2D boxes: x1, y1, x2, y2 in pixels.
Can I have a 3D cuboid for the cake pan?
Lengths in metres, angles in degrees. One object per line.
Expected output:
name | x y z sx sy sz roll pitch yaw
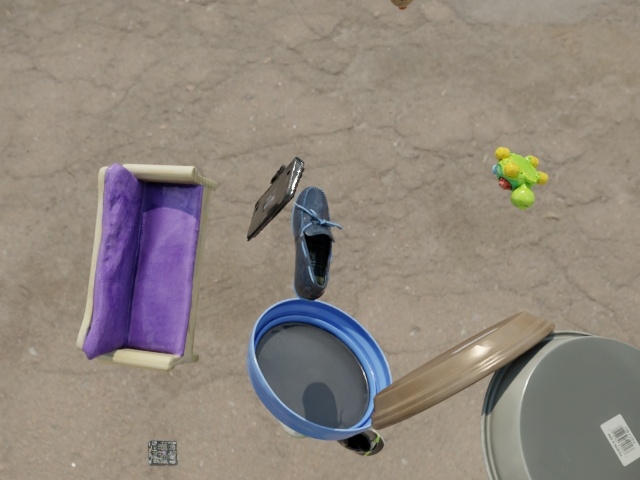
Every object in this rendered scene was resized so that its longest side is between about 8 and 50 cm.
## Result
cake pan | 0.332 0.239 0.751 0.293 0.054 0.293 6 64 -13

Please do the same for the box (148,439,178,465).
box | -0.443 0.598 1.816 0.083 0.018 0.067 17 50 -40

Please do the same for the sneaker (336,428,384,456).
sneaker | 0.112 0.570 1.806 0.084 0.235 0.097 -57 39 -1

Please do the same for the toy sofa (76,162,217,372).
toy sofa | -0.302 0.046 1.160 0.150 0.177 0.362 4 85 16

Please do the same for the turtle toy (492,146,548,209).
turtle toy | 0.372 -0.115 1.218 0.095 0.066 0.130 13 42 -21

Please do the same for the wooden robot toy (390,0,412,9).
wooden robot toy | 0.113 -0.344 0.841 0.173 0.079 0.076 -5 46 6

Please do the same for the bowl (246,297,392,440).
bowl | -0.005 0.321 1.626 0.391 0.077 0.391 20 38 -17

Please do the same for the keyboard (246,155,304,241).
keyboard | -0.072 -0.073 1.049 0.023 0.180 0.108 22 60 -19

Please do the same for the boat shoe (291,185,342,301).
boat shoe | 0.000 0.000 1.364 0.109 0.089 0.258 6 67 -28

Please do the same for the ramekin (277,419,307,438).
ramekin | -0.031 0.451 1.956 0.148 0.303 0.303 -2 47 -35

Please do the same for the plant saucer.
plant saucer | 0.182 0.169 0.869 0.278 0.278 0.041 -25 78 -18
